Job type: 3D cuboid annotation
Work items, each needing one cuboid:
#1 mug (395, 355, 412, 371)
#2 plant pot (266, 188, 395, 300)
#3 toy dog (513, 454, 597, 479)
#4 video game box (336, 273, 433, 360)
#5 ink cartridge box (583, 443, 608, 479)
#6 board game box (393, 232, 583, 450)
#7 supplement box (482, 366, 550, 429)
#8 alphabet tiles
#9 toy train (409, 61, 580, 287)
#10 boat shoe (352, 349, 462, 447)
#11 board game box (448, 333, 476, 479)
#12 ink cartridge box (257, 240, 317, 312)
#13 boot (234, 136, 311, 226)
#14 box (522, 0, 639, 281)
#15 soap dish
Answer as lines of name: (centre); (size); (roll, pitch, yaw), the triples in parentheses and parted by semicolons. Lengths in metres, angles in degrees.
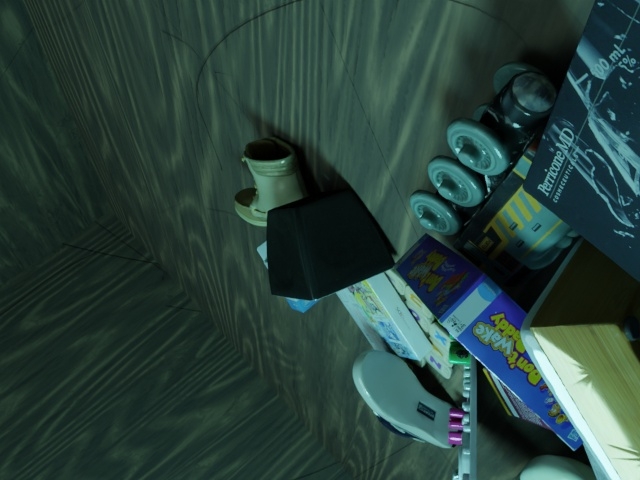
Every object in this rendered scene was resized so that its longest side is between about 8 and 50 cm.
mug: (0.166, 0.280, 1.705); (0.062, 0.064, 0.078); (5, 153, 32)
plant pot: (0.000, 0.000, 1.433); (0.188, 0.187, 0.167); (-2, 106, 62)
toy dog: (0.499, 0.537, 1.206); (0.408, 0.285, 0.395); (31, 134, 41)
video game box: (0.117, 0.146, 1.552); (0.205, 0.048, 0.187); (56, 161, -12)
ink cartridge box: (0.426, 0.381, 0.977); (0.186, 0.065, 0.311); (37, -144, -80)
board game box: (0.231, 0.117, 1.038); (0.233, 0.078, 0.347); (44, -176, -8)
supplement box: (0.359, 0.232, 1.189); (0.104, 0.081, 0.188); (58, 160, -16)
alphabet tiles: (0.172, 0.154, 1.546); (0.278, 0.021, 0.284); (41, 158, 26)
toy train: (0.230, -0.066, 0.894); (0.190, 0.142, 0.334); (39, 159, 8)
boat shoe: (0.149, 0.345, 1.631); (0.340, 0.127, 0.158); (42, 150, -29)
board game box: (0.251, 0.411, 1.367); (0.050, 0.390, 0.390); (1, 142, 11)
ink cartridge box: (-0.058, 0.065, 1.769); (0.060, 0.104, 0.180); (15, 139, 59)
boot: (-0.115, -0.122, 1.578); (0.262, 0.095, 0.203); (20, 144, 45)
box: (0.349, -0.083, 0.531); (0.312, 0.179, 0.343); (44, 158, 23)
soap dish: (0.363, 0.136, 0.831); (0.118, 0.229, 0.291); (-19, 109, 50)
